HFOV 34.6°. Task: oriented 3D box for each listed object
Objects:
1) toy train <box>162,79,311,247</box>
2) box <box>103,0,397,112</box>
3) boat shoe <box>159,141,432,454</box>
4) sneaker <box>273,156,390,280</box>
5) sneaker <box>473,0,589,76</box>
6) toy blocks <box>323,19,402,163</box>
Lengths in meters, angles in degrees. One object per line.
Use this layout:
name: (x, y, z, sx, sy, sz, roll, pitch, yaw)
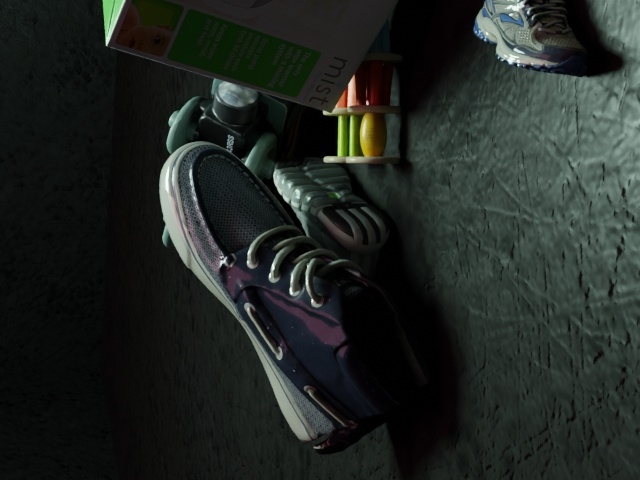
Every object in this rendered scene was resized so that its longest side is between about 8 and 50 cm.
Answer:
toy train: (-0.098, -0.094, 1.283, 0.190, 0.142, 0.334, -54, -14, -37)
box: (-0.040, -0.273, 0.903, 0.262, 0.231, 0.127, -57, 31, 34)
boat shoe: (-0.020, 0.032, 0.976, 0.340, 0.127, 0.158, 57, 143, 2)
sneaker: (0.000, 0.000, 1.112, 0.229, 0.086, 0.132, -126, 37, -59)
sneaker: (0.146, -0.154, 0.714, 0.135, 0.052, 0.058, -122, 40, -57)
toy blocks: (0.041, -0.151, 1.027, 0.123, 0.054, 0.148, -165, 75, -71)
